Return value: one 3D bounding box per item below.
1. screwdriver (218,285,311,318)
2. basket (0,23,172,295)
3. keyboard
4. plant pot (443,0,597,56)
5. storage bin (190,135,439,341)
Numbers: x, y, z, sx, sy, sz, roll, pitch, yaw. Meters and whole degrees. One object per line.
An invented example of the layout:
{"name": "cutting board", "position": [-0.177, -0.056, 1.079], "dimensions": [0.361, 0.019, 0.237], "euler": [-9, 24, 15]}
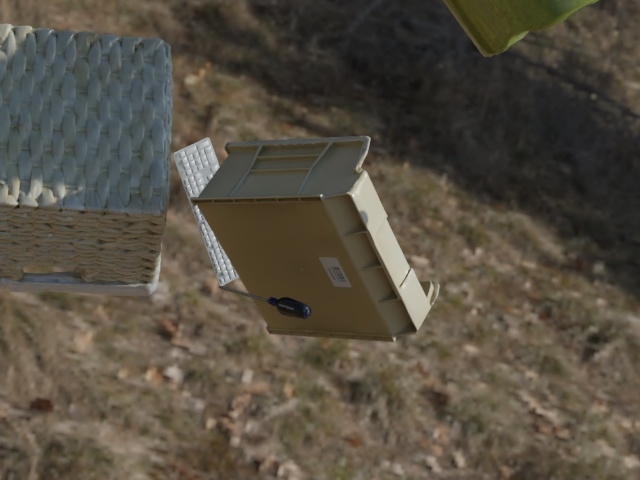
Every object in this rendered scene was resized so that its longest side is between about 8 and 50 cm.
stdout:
{"name": "screwdriver", "position": [-0.077, 0.075, 1.711], "dimensions": [0.170, 0.025, 0.024], "euler": [19, 34, 39]}
{"name": "basket", "position": [-0.389, -0.116, 1.942], "dimensions": [0.329, 0.331, 0.266], "euler": [4, -26, -11]}
{"name": "keyboard", "position": [-0.182, -0.047, 2.223], "dimensions": [0.072, 0.256, 0.014], "euler": [-25, 23, -17]}
{"name": "plant pot", "position": [0.195, -0.347, 1.389], "dimensions": [0.276, 0.253, 0.276], "euler": [-29, 7, 4]}
{"name": "storage bin", "position": [0.000, 0.000, 1.759], "dimensions": [0.260, 0.262, 0.123], "euler": [0, 41, 36]}
